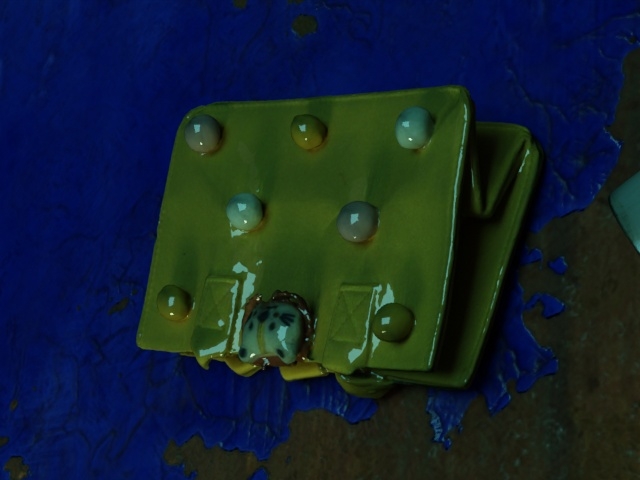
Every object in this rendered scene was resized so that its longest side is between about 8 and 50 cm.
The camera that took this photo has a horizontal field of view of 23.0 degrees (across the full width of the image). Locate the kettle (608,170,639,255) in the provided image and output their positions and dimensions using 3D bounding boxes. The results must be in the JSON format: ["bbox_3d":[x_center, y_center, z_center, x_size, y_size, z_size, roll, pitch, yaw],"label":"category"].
[{"bbox_3d":[0.373,-0.023,1.164,0.236,0.161,0.221,-40,75,16],"label":"kettle"}]

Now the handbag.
[{"bbox_3d":[0.000,0.000,1.500,0.401,0.133,0.283,3,76,43],"label":"handbag"}]
